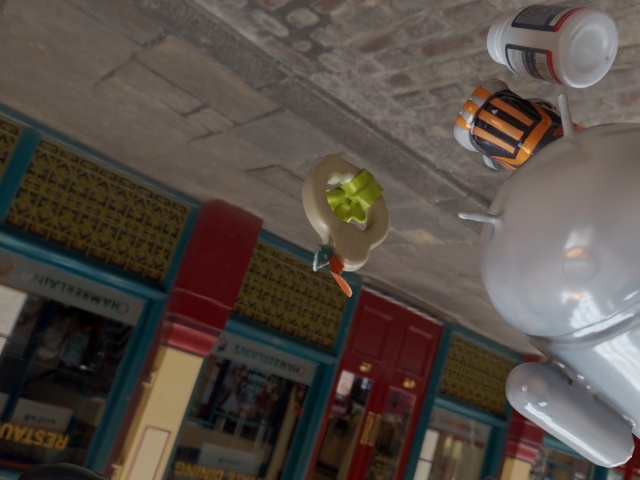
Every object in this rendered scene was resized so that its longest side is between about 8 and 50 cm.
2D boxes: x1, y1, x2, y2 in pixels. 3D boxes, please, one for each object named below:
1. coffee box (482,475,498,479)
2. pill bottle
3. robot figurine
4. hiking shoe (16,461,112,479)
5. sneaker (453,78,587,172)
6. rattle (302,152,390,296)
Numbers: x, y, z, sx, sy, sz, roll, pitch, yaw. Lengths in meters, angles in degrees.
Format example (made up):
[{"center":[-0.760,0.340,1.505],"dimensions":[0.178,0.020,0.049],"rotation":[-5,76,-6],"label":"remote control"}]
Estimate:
[{"center":[0.312,0.519,1.100],"dimensions":[0.113,0.184,0.040],"rotation":[18,-173,35],"label":"coffee box"},{"center":[0.334,-0.293,0.945],"dimensions":[0.108,0.108,0.180],"rotation":[25,-170,-30],"label":"pill bottle"},{"center":[0.277,0.043,0.535],"dimensions":[0.353,0.300,0.200],"rotation":[41,167,-13],"label":"robot figurine"},{"center":[-0.217,0.345,0.651],"dimensions":[0.304,0.113,0.132],"rotation":[42,166,14],"label":"hiking shoe"},{"center":[0.315,-0.111,0.867],"dimensions":[0.180,0.124,0.321],"rotation":[40,-155,27],"label":"sneaker"},{"center":[0.000,0.000,0.787],"dimensions":[0.143,0.199,0.130],"rotation":[-19,137,34],"label":"rattle"}]
